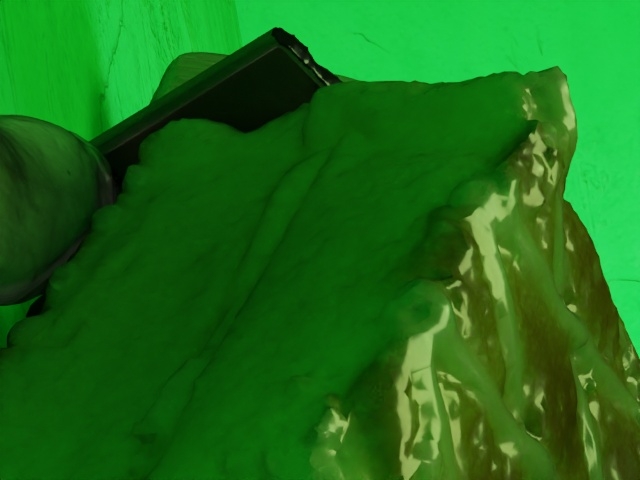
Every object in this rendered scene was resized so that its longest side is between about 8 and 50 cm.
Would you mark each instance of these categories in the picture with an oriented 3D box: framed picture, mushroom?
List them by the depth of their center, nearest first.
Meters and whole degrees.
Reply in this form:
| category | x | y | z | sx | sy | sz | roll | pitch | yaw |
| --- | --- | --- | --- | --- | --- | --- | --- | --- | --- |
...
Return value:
| category | x | y | z | sx | sy | sz | roll | pitch | yaw |
| --- | --- | --- | --- | --- | --- | --- | --- | --- | --- |
| mushroom | -0.180 | -0.024 | 0.945 | 0.351 | 0.097 | 0.109 | 35 | 42 | -81 |
| framed picture | 0.000 | -0.001 | 1.095 | 0.265 | 0.192 | 0.018 | 45 | 44 | -22 |

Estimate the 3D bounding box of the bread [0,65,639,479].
| category | x | y | z | sx | sy | sz | roll | pitch | yaw |
| --- | --- | --- | --- | --- | --- | --- | --- | --- | --- |
| bread | 0.016 | 0.154 | 0.961 | 0.371 | 0.279 | 0.390 | -59 | 136 | -44 |

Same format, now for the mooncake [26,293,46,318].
| category | x | y | z | sx | sy | sz | roll | pitch | yaw |
| --- | --- | --- | --- | --- | --- | --- | --- | --- | --- |
| mooncake | -0.106 | 0.135 | 1.232 | 0.283 | 0.141 | 0.283 | -12 | 90 | -79 |

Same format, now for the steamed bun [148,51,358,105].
| category | x | y | z | sx | sy | sz | roll | pitch | yaw |
| --- | --- | --- | --- | --- | --- | --- | --- | --- | --- |
| steamed bun | -0.062 | 0.020 | 1.577 | 0.383 | 0.247 | 0.236 | -96 | -166 | -51 |
